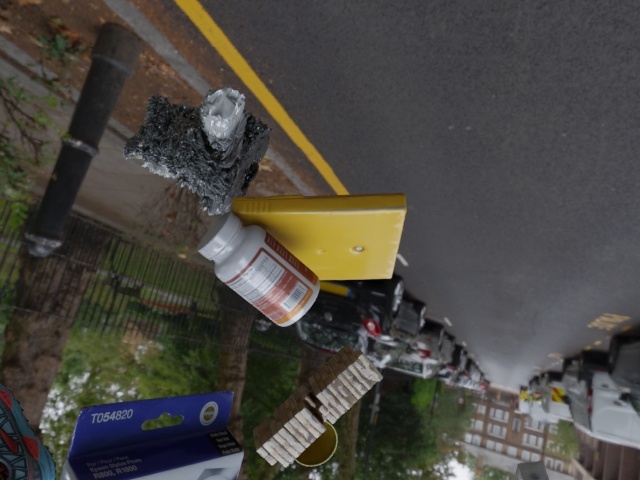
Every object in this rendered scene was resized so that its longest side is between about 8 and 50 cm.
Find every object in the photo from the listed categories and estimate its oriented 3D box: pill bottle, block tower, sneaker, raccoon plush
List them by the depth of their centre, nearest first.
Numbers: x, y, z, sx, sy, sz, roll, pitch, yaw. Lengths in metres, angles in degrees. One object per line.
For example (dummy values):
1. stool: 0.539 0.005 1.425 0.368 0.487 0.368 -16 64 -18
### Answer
1. sneaker: -0.566 0.338 0.847 0.261 0.104 0.125 41 -173 13
2. pill bottle: -0.113 0.050 0.918 0.216 0.121 0.121 42 158 -20
3. raccoon plush: -0.269 -0.246 1.006 0.299 0.216 0.446 29 154 2
4. block tower: -0.008 0.400 1.227 0.091 0.335 0.097 50 178 -19

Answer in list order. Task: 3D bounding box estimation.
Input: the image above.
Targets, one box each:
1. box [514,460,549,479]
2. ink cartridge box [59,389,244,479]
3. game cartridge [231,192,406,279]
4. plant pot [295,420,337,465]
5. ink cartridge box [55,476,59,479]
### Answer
1. box: 0.450 0.643 1.026 0.058 0.232 0.322 -8 128 5
2. ink cartridge box: -0.183 0.288 0.550 0.045 0.224 0.223 13 178 35
3. game cartridge: 0.000 0.000 1.032 0.323 0.053 0.285 0 149 1
4. plant pot: -0.028 0.543 1.402 0.134 0.134 0.095 17 -178 -14
5. ink cartridge box: -0.707 0.541 1.059 0.289 0.211 0.121 53 172 -4
